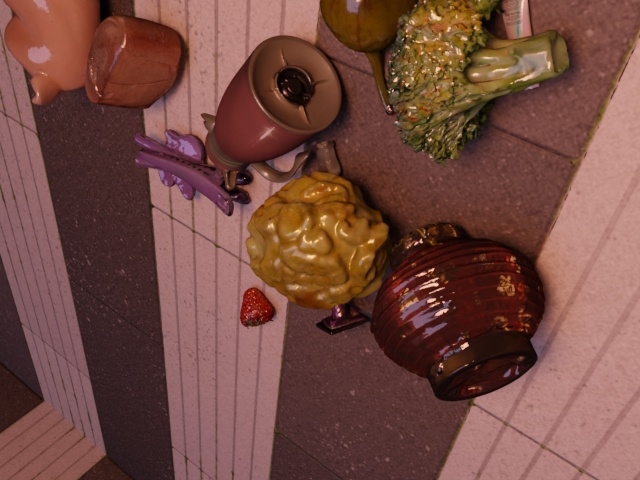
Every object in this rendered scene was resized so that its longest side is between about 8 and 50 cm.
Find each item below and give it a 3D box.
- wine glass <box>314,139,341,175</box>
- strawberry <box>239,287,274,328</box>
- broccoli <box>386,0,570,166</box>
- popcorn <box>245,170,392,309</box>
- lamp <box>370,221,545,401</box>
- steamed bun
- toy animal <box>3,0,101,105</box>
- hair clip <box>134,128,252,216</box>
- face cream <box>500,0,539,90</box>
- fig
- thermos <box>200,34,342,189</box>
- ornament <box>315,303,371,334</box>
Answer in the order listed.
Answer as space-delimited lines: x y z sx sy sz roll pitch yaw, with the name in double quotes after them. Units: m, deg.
0.017 -0.115 0.998 0.042 0.039 0.083 15 126 48 "wine glass"
-0.133 0.139 1.308 0.073 0.073 0.083 -34 58 49 "strawberry"
0.178 -0.196 0.711 0.194 0.194 0.219 -2 88 43 "broccoli"
0.003 0.009 0.951 0.235 0.181 0.216 4 132 25 "popcorn"
0.183 0.091 0.863 0.247 0.247 0.247 23 132 28 "lamp"
-0.321 -0.305 1.082 0.175 0.145 0.106 -47 65 37 "steamed bun"
-0.486 -0.403 1.125 0.213 0.195 0.256 37 141 28 "toy animal"
-0.237 -0.123 1.191 0.278 0.090 0.137 31 133 28 "hair clip"
0.231 -0.231 0.729 0.038 0.020 0.115 3 120 45 "face cream"
0.074 -0.260 0.810 0.124 0.124 0.236 23 156 29 "fig"
-0.086 -0.176 0.977 0.176 0.146 0.265 44 150 -11 "thermos"
0.012 0.057 1.111 0.203 0.088 0.081 70 161 -4 "ornament"
